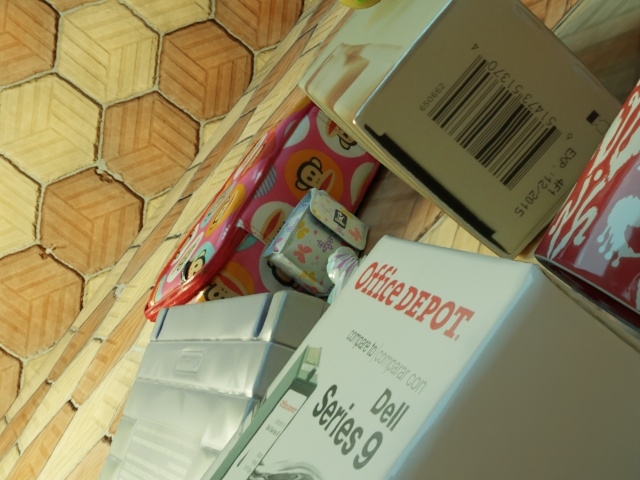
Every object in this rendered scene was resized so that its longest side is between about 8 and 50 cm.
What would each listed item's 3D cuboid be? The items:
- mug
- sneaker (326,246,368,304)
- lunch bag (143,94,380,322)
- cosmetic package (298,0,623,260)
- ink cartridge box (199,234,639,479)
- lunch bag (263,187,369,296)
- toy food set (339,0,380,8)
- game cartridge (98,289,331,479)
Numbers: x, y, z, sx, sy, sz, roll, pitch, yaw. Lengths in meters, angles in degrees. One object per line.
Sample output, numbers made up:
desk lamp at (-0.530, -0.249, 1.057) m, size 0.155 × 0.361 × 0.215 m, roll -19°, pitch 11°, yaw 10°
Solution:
mug at (0.186, -0.031, 0.427) m, size 0.113 × 0.150 × 0.169 m, roll 35°, pitch 91°, yaw 39°
sneaker at (0.040, 0.024, 0.815) m, size 0.069 × 0.038 × 0.098 m, roll -43°, pitch 27°, yaw 26°
lunch bag at (-0.065, -0.012, 1.072) m, size 0.293 × 0.120 × 0.258 m, roll -58°, pitch 12°, yaw -29°
cosmetic package at (0.090, -0.108, 0.748) m, size 0.129 × 0.153 × 0.296 m, roll -49°, pitch 14°, yaw 6°
ink cartridge box at (0.013, 0.146, 0.419) m, size 0.289 × 0.122 × 0.211 m, roll -53°, pitch 11°, yaw -4°
lunch bag at (0.000, 0.000, 0.914) m, size 0.083 × 0.071 × 0.053 m, roll -57°, pitch 17°, yaw -21°
toy food set at (0.070, -0.222, 0.744) m, size 0.132 × 0.038 × 0.192 m, roll -32°, pitch 7°, yaw 17°
game cartridge at (-0.099, 0.160, 0.760) m, size 0.355 × 0.068 × 0.230 m, roll -13°, pitch 61°, yaw 67°
